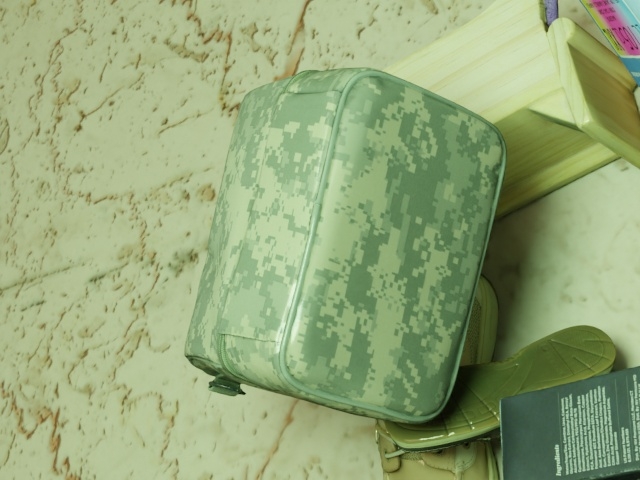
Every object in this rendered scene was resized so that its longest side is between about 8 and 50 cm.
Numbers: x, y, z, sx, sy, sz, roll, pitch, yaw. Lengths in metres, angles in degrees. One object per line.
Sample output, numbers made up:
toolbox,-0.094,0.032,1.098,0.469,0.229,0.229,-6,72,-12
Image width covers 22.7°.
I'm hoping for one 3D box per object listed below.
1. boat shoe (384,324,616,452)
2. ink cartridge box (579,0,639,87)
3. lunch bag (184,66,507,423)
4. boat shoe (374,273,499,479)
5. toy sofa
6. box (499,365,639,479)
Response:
boat shoe,0.169,0.151,1.460,0.223,0.073,0.080,-22,44,-8
ink cartridge box,0.417,-0.108,1.182,0.270,0.395,0.151,-36,9,2
lunch bag,0.000,0.000,1.445,0.256,0.212,0.305,2,77,53
boat shoe,0.097,0.177,1.540,0.121,0.110,0.341,-12,63,35
toy sofa,0.136,-0.094,1.601,0.362,0.150,0.177,-28,59,27
box,0.261,0.182,1.376,0.158,0.156,0.093,-18,60,32
